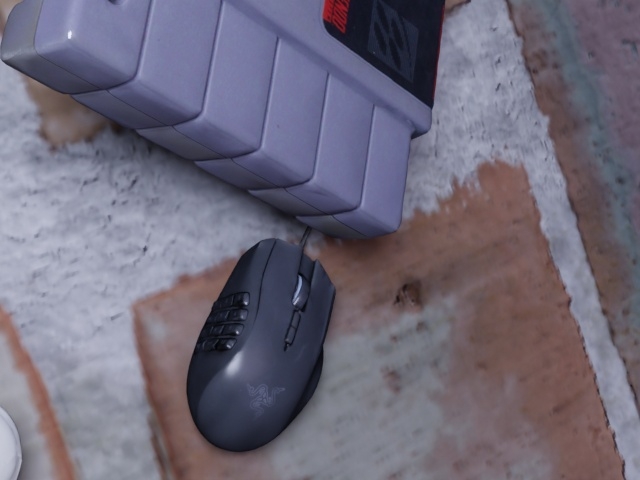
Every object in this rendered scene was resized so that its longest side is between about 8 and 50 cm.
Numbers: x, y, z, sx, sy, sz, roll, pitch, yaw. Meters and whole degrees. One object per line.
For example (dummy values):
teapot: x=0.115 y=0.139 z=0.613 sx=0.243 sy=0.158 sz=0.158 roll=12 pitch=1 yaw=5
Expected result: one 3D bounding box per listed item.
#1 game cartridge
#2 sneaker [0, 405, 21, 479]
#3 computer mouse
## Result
game cartridge: x=-0.014 y=-0.200 z=0.573 sx=0.230 sy=0.068 sz=0.355 roll=25 pitch=66 yaw=-43
sneaker: x=-0.207 y=0.108 z=0.445 sx=0.212 sy=0.094 sz=0.080 roll=-12 pitch=90 yaw=-34
computer mouse: x=0.000 y=0.000 z=0.624 sx=0.071 sy=0.041 sz=0.242 roll=34 pitch=67 yaw=-25
